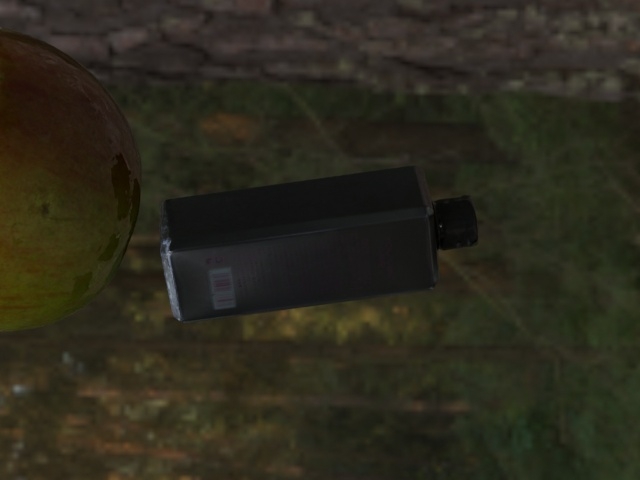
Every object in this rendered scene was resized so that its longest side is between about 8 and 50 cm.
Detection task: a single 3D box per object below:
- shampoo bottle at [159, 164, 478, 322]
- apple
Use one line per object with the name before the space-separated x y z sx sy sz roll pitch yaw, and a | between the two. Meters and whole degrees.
shampoo bottle | 0.000 0.000 1.195 0.079 0.246 0.080 -97 0 -57
apple | -0.205 -0.035 0.963 0.196 0.196 0.196 180 90 -86
